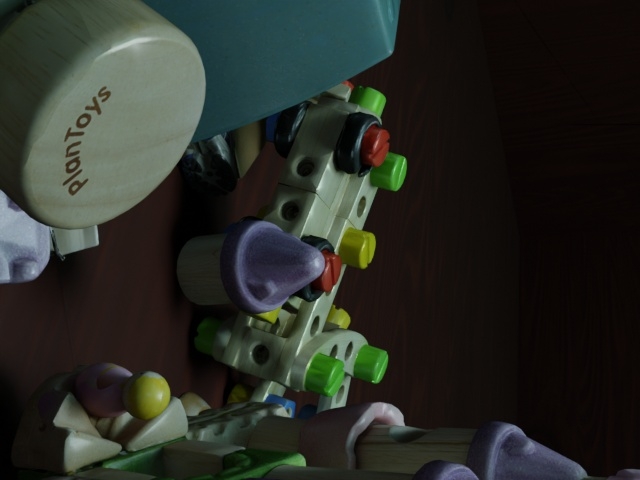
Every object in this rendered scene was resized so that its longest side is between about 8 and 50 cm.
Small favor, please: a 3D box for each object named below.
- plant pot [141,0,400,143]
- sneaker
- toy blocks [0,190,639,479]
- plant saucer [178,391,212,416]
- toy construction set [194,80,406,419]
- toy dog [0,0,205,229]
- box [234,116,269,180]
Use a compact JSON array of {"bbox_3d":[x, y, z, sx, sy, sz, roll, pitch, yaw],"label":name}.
[{"bbox_3d":[-0.083,-0.147,0.525,0.165,0.234,0.165,68,24,-46],"label":"plant pot"},{"bbox_3d":[-0.094,-0.099,0.826,0.135,0.052,0.058,83,9,-47],"label":"sneaker"},{"bbox_3d":[-0.025,0.108,0.482,0.288,0.260,0.309,-6,91,-51],"label":"toy blocks"},{"bbox_3d":[-0.092,0.156,0.817,0.083,0.015,0.083,-4,90,-74],"label":"plant saucer"},{"bbox_3d":[0.000,0.000,0.883,0.215,0.151,0.327,46,48,-63],"label":"toy construction set"},{"bbox_3d":[-0.181,-0.075,0.291,0.161,0.220,0.334,-55,137,-3],"label":"toy dog"},{"bbox_3d":[-0.068,-0.166,0.967,0.201,0.021,0.164,-64,146,-60],"label":"box"}]
